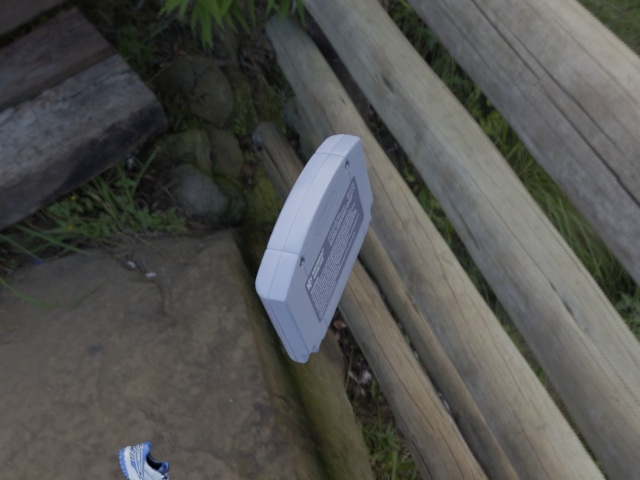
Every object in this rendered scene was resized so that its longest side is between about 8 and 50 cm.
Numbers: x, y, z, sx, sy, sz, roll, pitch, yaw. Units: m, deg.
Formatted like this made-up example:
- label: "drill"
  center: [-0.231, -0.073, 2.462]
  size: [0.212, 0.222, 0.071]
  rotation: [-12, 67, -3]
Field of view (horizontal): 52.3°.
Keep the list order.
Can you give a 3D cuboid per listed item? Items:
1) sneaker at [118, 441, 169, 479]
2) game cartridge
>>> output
- label: "sneaker"
  center: [-0.251, 0.366, 0.985]
  size: [0.058, 0.052, 0.135]
  rotation: [-26, 97, -5]
- label: "game cartridge"
  center: [0.000, 0.000, 0.922]
  size: [0.060, 0.196, 0.294]
  rotation: [12, 55, 19]
